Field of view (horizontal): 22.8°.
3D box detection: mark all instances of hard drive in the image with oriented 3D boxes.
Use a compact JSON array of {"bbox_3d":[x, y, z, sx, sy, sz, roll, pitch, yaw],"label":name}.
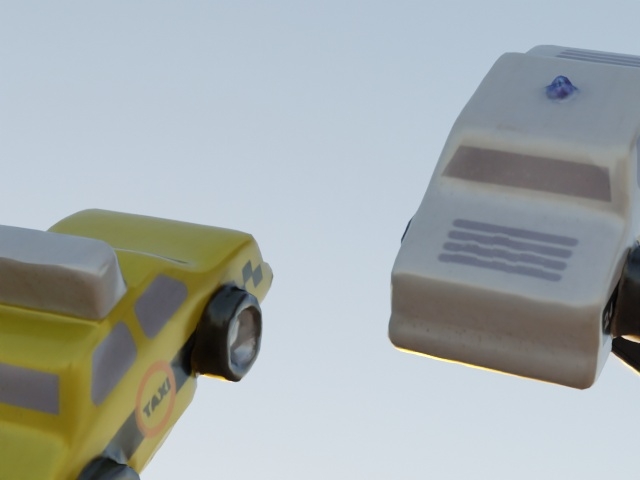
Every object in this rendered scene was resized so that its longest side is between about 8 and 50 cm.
[{"bbox_3d":[0.163,0.047,0.996,0.094,0.022,0.135,37,-1,-7],"label":"hard drive"}]

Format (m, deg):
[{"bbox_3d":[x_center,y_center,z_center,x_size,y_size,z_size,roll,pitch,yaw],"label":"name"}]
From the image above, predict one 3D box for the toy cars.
[{"bbox_3d":[0.000,0.000,0.582,0.393,0.176,0.087,-21,-52,-16],"label":"toy cars"}]
